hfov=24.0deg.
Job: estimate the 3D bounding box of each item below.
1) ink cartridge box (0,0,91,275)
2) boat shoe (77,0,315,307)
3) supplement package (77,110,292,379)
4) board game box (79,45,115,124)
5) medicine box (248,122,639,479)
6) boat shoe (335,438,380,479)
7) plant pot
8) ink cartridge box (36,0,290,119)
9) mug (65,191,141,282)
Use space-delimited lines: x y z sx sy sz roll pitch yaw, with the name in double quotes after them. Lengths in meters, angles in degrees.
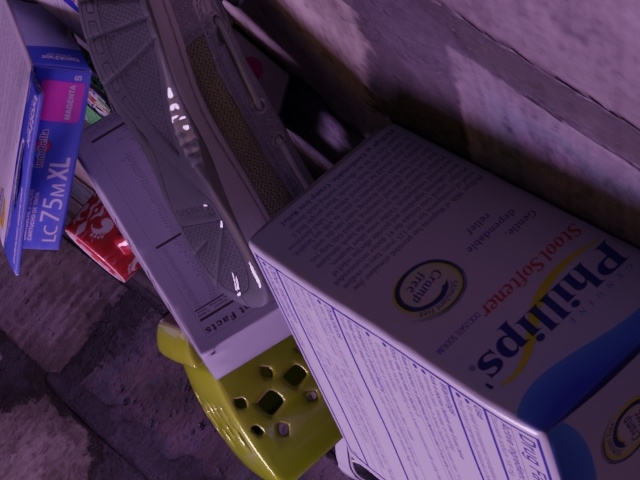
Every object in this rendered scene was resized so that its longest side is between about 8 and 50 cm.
-0.273 -0.122 1.404 0.065 0.186 0.311 4 -151 -21 "ink cartridge box"
-0.082 -0.110 1.104 0.118 0.103 0.320 -5 114 58 "boat shoe"
-0.111 -0.012 1.424 0.244 0.139 0.134 58 174 14 "supplement package"
-0.280 -0.181 1.829 0.136 0.030 0.260 38 170 6 "board game box"
0.125 0.099 1.061 0.289 0.149 0.263 32 155 41 "medicine box"
0.092 0.284 2.208 0.105 0.113 0.306 29 150 26 "boat shoe"
-0.053 0.124 1.760 0.207 0.228 0.227 51 168 -12 "plant pot"
-0.124 -0.156 1.256 0.371 0.069 0.176 43 169 5 "ink cartridge box"
-0.198 -0.048 1.689 0.113 0.169 0.150 41 170 1 "mug"
